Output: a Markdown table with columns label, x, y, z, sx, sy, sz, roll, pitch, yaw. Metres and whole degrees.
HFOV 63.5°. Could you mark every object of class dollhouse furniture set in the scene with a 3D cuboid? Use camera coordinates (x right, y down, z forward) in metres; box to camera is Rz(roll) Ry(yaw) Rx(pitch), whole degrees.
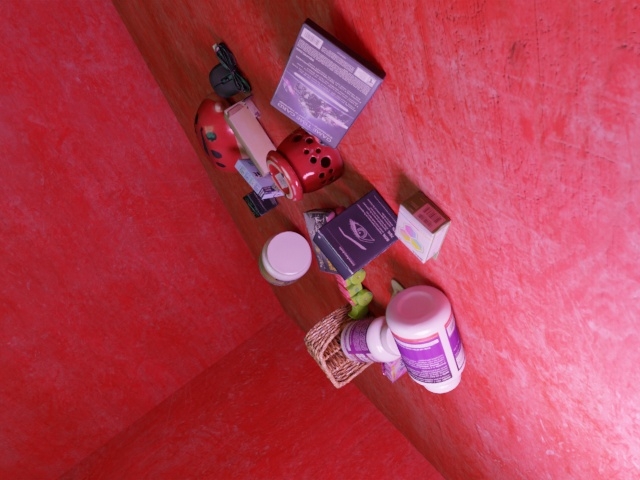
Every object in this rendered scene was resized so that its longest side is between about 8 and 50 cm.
| label | x | y | z | sx | sy | sz | roll | pitch | yaw |
| --- | --- | --- | --- | --- | --- | --- | --- | --- | --- |
| dollhouse furniture set | -0.272 | -0.444 | 1.824 | 0.081 | 0.114 | 0.091 | 56 | 163 | -21 |

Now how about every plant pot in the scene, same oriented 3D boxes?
| label | x | y | z | sx | sy | sz | roll | pitch | yaw |
| --- | --- | --- | --- | --- | --- | --- | --- | --- | --- |
| plant pot | -0.055 | -0.226 | 1.523 | 0.191 | 0.174 | 0.191 | 50 | 163 | 22 |

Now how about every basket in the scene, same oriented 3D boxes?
| label | x | y | z | sx | sy | sz | roll | pitch | yaw |
| --- | --- | --- | --- | --- | --- | --- | --- | --- | --- |
| basket | 0.113 | 0.422 | 2.161 | 0.223 | 0.299 | 0.213 | 48 | 162 | 33 |

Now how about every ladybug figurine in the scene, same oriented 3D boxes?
| label | x | y | z | sx | sy | sz | roll | pitch | yaw |
| --- | --- | --- | --- | --- | --- | --- | --- | --- | --- |
| ladybug figurine | -0.421 | -0.436 | 2.191 | 0.305 | 0.162 | 0.449 | 50 | 164 | 17 |

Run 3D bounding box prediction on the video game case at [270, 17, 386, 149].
| label | x | y | z | sx | sy | sz | roll | pitch | yaw |
| --- | --- | --- | --- | --- | --- | --- | --- | --- | --- |
| video game case | 0.005 | -0.333 | 1.151 | 0.196 | 0.026 | 0.274 | 35 | 152 | -4 |

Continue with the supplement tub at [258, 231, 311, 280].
| label | x | y | z | sx | sy | sz | roll | pitch | yaw |
| --- | --- | --- | --- | --- | --- | --- | --- | --- | --- |
| supplement tub | -0.165 | 0.084 | 2.408 | 0.228 | 0.228 | 0.316 | 54 | 165 | 3 |

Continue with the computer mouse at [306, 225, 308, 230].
| label | x | y | z | sx | sy | sz | roll | pitch | yaw |
| --- | --- | --- | --- | --- | --- | --- | --- | --- | --- |
| computer mouse | 0.000 | 0.000 | 2.093 | 0.106 | 0.042 | 0.193 | 47 | 169 | 44 |

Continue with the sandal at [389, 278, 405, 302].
| label | x | y | z | sx | sy | sz | roll | pitch | yaw |
| --- | --- | --- | --- | --- | --- | --- | --- | --- | --- |
| sandal | 0.266 | 0.244 | 1.732 | 0.088 | 0.079 | 0.240 | 31 | 152 | 55 |

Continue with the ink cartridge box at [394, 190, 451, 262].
| label | x | y | z | sx | sy | sz | roll | pitch | yaw |
| --- | --- | --- | --- | --- | --- | --- | --- | --- | --- |
| ink cartridge box | 0.244 | -0.018 | 1.272 | 0.109 | 0.062 | 0.209 | 48 | 164 | 22 |

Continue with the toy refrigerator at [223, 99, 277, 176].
| label | x | y | z | sx | sy | sz | roll | pitch | yaw |
| --- | --- | --- | --- | --- | --- | --- | --- | --- | --- |
| toy refrigerator | -0.247 | -0.379 | 1.930 | 0.269 | 0.094 | 0.102 | 57 | 169 | -3 |

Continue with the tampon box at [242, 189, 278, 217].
| label | x | y | z | sx | sy | sz | roll | pitch | yaw |
| --- | --- | --- | --- | --- | --- | --- | --- | --- | --- |
| tampon box | -0.281 | -0.185 | 2.421 | 0.120 | 0.101 | 0.161 | 58 | 165 | -8 |

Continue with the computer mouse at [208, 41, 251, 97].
| label | x | y | z | sx | sy | sz | roll | pitch | yaw |
| --- | --- | --- | --- | --- | --- | --- | --- | --- | --- |
| computer mouse | -0.346 | -0.576 | 1.838 | 0.188 | 0.072 | 0.272 | 58 | 165 | -14 |

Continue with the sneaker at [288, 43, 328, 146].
| label | x | y | z | sx | sy | sz | roll | pitch | yaw |
| --- | --- | --- | --- | --- | --- | --- | --- | --- | --- |
| sneaker | -0.033 | -0.366 | 1.291 | 0.135 | 0.098 | 0.276 | 37 | 159 | 42 |

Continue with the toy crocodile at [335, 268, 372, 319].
| label | x | y | z | sx | sy | sz | roll | pitch | yaw |
| --- | --- | --- | --- | --- | --- | --- | --- | --- | --- |
| toy crocodile | 0.113 | 0.166 | 1.979 | 0.115 | 0.105 | 0.340 | 39 | 158 | 45 |

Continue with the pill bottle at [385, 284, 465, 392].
| label | x | y | z | sx | sy | sz | roll | pitch | yaw |
| --- | --- | --- | --- | --- | --- | --- | --- | --- | --- |
| pill bottle | 0.314 | 0.297 | 1.504 | 0.181 | 0.182 | 0.322 | 35 | 155 | 52 |

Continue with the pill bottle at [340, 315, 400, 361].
| label | x | y | z | sx | sy | sz | roll | pitch | yaw |
| --- | --- | --- | --- | --- | --- | --- | --- | --- | --- |
| pill bottle | 0.215 | 0.371 | 1.935 | 0.169 | 0.169 | 0.301 | 56 | 151 | -5 |

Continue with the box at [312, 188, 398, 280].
| label | x | y | z | sx | sy | sz | roll | pitch | yaw |
| --- | --- | --- | --- | --- | --- | --- | --- | --- | --- |
| box | 0.106 | -0.014 | 1.416 | 0.153 | 0.207 | 0.108 | 53 | 165 | 7 |

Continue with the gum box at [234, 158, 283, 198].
| label | x | y | z | sx | sy | sz | roll | pitch | yaw |
| --- | --- | --- | --- | --- | --- | --- | --- | --- | --- |
| gum box | -0.221 | -0.247 | 2.024 | 0.184 | 0.157 | 0.041 | 49 | 125 | 18 |

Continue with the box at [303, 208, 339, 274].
| label | x | y | z | sx | sy | sz | roll | pitch | yaw |
| --- | --- | --- | --- | --- | --- | --- | --- | --- | --- |
| box | 0.033 | 0.002 | 1.819 | 0.183 | 0.056 | 0.230 | 6 | 115 | 60 |

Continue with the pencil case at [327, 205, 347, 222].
| label | x | y | z | sx | sy | sz | roll | pitch | yaw |
| --- | --- | --- | --- | --- | --- | --- | --- | --- | --- |
| pencil case | 0.119 | -0.027 | 1.578 | 0.209 | 0.095 | 0.098 | 39 | 165 | 40 |

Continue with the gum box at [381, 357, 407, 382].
| label | x | y | z | sx | sy | sz | roll | pitch | yaw |
| --- | --- | --- | --- | --- | --- | --- | --- | --- | --- |
| gum box | 0.307 | 0.493 | 2.090 | 0.062 | 0.107 | 0.188 | 45 | 162 | 33 |
